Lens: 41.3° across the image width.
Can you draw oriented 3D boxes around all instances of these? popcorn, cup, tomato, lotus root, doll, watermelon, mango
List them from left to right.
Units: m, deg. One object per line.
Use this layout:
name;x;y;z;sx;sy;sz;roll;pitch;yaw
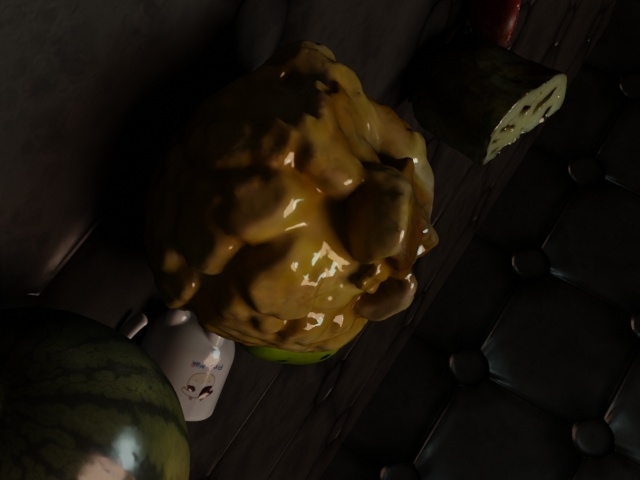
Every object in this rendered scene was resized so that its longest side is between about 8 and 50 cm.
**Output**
watermelon;-0.270;0.206;0.816;0.279;0.279;0.359;-54;160;-22
cup;-0.209;0.154;1.205;0.134;0.174;0.142;-113;-135;-72
popcorn;-0.043;-0.038;1.031;0.354;0.344;0.390;-5;162;-22
mango;-0.055;0.155;1.520;0.293;0.175;0.143;6;83;-68
doll;0.349;-0.430;1.891;0.089;0.102;0.179;-25;-170;39
lotus root;0.318;-0.320;1.700;0.267;0.260;0.149;-34;149;-29
tomato;0.356;-0.487;1.766;0.189;0.099;0.173;-61;160;-81
